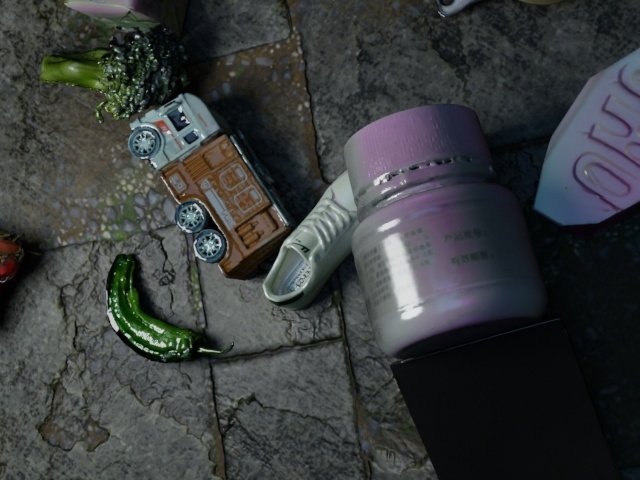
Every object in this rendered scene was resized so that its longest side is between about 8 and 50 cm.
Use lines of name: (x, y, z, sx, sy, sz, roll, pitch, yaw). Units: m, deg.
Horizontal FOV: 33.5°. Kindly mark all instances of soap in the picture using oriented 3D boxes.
soap: (-0.308, -0.453, 1.760, 0.138, 0.182, 0.199, 12, 90, 19)
soap: (0.448, -0.145, 1.535, 0.193, 0.109, 0.323, 35, 99, 17)

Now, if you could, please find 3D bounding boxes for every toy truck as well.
toy truck: (-0.169, -0.096, 1.721, 0.162, 0.136, 0.305, -35, 80, 6)

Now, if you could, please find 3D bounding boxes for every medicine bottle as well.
medicine bottle: (0.169, -0.009, 1.542, 0.256, 0.256, 0.324, -20, 72, 16)

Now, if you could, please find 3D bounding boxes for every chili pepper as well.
chili pepper: (-0.266, 0.140, 1.773, 0.279, 0.065, 0.122, 36, 101, 21)

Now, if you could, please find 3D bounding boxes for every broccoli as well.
broccoli: (-0.365, -0.289, 1.790, 0.304, 0.165, 0.145, 7, 115, 37)

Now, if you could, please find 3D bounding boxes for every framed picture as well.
framed picture: (0.278, 0.286, 1.537, 0.255, 0.014, 0.338, -19, 107, 17)

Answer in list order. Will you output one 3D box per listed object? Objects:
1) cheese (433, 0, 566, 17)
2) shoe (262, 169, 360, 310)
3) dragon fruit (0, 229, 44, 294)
cheese: (0.304, -0.422, 1.612, 0.286, 0.082, 0.163, -20, 80, 17)
shoe: (0.000, 0.000, 1.672, 0.095, 0.110, 0.265, 34, 100, 18)
dragon fruit: (-0.621, 0.059, 1.828, 0.293, 0.234, 0.233, -7, 85, 3)
